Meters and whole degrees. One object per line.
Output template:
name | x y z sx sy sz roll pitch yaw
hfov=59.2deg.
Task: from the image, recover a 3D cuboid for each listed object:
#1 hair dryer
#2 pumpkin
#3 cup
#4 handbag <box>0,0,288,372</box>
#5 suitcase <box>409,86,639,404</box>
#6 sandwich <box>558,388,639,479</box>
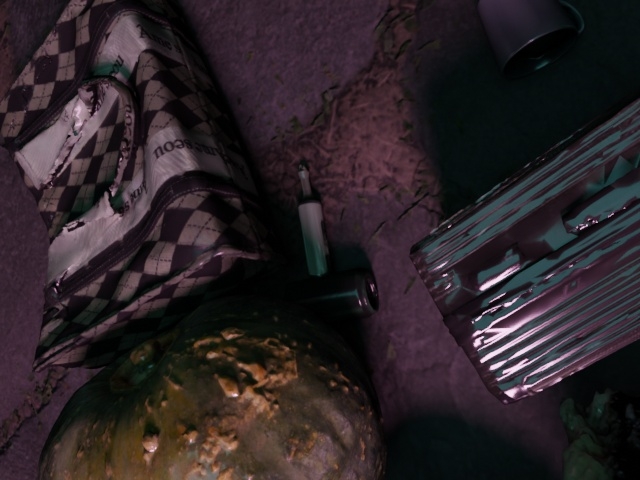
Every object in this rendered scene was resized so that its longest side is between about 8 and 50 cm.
hair dryer | 0.000 0.000 0.654 0.100 0.057 0.198 -16 76 19
pumpkin | -0.098 0.209 0.553 0.327 0.291 0.257 -25 109 33
cup | 0.215 -0.221 0.567 0.100 0.078 0.077 -16 75 -13
handbag | -0.256 -0.079 0.698 0.316 0.180 0.416 -31 69 21
suitcase | 0.256 -0.017 0.449 0.335 0.229 0.152 -36 75 16
sandwich | 0.258 0.257 0.408 0.131 0.325 0.262 -10 118 31
